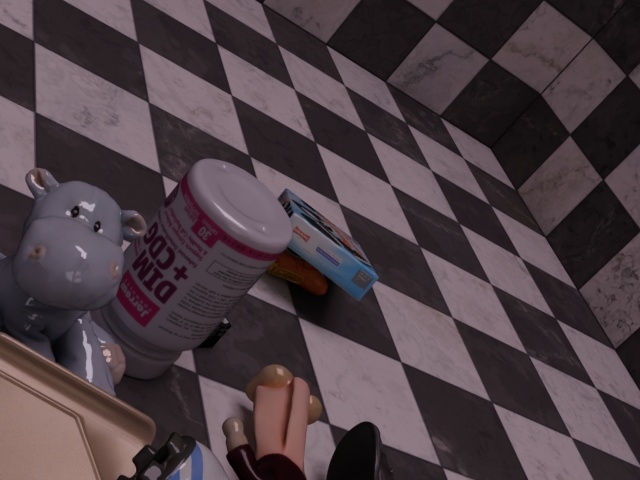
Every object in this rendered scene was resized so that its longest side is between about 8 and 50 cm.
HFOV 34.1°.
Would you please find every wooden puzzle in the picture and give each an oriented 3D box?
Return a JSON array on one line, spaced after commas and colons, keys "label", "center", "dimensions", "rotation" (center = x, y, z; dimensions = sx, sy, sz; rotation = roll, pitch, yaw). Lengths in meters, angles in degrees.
[{"label": "wooden puzzle", "center": [-0.300, 0.241, 1.066], "dimensions": [0.221, 0.044, 0.239], "rotation": [34, 47, -18]}]

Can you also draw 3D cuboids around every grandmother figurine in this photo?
[{"label": "grandmother figurine", "center": [-0.052, 0.303, 1.348], "dimensions": [0.208, 0.104, 0.342], "rotation": [38, 22, -23]}]

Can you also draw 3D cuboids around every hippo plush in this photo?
[{"label": "hippo plush", "center": [-0.291, 0.058, 1.233], "dimensions": [0.234, 0.236, 0.294], "rotation": [32, 25, -21]}]

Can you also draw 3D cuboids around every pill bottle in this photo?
[{"label": "pill bottle", "center": [-0.180, 0.044, 1.374], "dimensions": [0.160, 0.283, 0.160], "rotation": [34, 24, -17]}]

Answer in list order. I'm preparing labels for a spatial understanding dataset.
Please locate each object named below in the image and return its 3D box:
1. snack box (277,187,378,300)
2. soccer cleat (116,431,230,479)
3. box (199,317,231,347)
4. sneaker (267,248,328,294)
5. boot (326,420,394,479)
[{"label": "snack box", "center": [0.000, 0.000, 1.917], "dimensions": [0.187, 0.060, 0.322], "rotation": [38, 6, -10]}, {"label": "soccer cleat", "center": [-0.179, 0.330, 0.995], "dimensions": [0.143, 0.116, 0.331], "rotation": [49, 45, -10]}, {"label": "box", "center": [-0.184, 0.111, 1.546], "dimensions": [0.062, 0.052, 0.083], "rotation": [11, 37, -53]}, {"label": "sneaker", "center": [-0.065, 0.048, 1.862], "dimensions": [0.175, 0.064, 0.067], "rotation": [36, 45, -4]}, {"label": "boot", "center": [0.119, 0.402, 1.451], "dimensions": [0.229, 0.091, 0.263], "rotation": [33, 40, -37]}]
